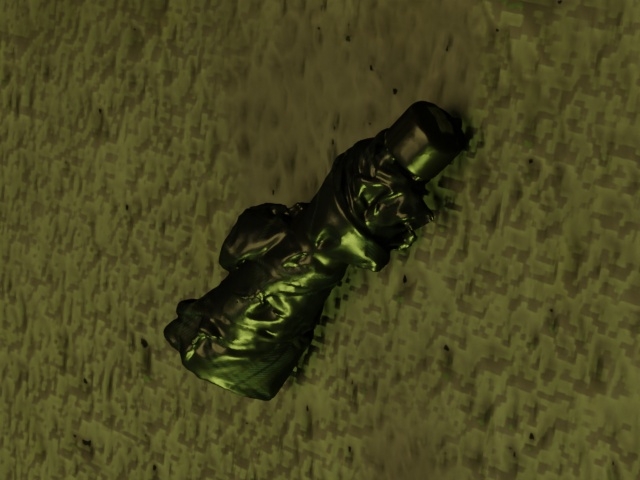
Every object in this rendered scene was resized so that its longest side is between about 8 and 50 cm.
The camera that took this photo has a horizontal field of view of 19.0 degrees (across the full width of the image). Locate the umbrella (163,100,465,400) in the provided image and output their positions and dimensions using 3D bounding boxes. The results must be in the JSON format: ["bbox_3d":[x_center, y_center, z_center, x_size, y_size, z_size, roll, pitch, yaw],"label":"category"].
[{"bbox_3d":[-0.002,-0.002,1.055,0.224,0.080,0.071,-46,27,37],"label":"umbrella"}]
